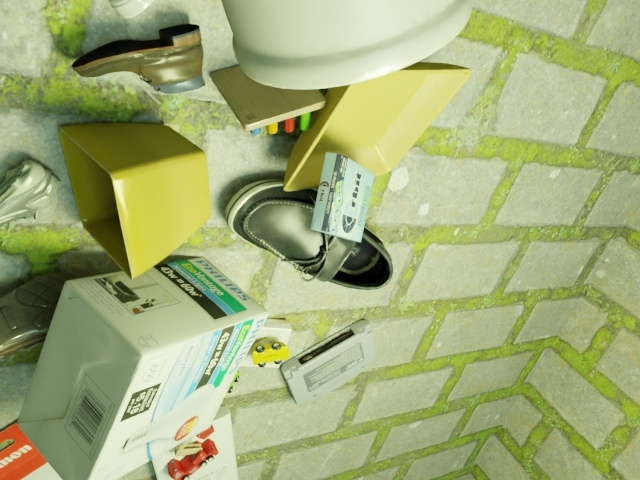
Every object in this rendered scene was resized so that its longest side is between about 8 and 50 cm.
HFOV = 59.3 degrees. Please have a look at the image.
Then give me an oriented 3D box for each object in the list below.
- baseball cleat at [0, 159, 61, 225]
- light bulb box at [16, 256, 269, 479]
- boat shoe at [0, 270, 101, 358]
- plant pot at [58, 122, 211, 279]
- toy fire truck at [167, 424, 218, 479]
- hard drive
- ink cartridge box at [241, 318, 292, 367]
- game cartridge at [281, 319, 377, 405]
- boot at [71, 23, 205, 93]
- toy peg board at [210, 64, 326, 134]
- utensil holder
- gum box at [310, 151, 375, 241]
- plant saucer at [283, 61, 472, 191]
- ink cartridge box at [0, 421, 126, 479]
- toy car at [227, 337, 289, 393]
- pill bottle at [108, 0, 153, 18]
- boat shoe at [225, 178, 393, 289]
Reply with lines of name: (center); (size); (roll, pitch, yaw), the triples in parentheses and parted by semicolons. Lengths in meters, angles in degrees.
baseball cleat: (-0.540, -0.045, 0.978); (0.206, 0.072, 0.109); (-40, 143, 4)
light bulb box: (-0.349, 0.252, 1.145); (0.361, 0.225, 0.357); (-11, 133, -59)
boat shoe: (-0.566, 0.151, 1.099); (0.325, 0.123, 0.116); (-17, 165, -34)
plant pot: (-0.316, -0.097, 1.010); (0.187, 0.212, 0.212); (-26, 136, -34)
toy fire truck: (-0.352, 0.575, 1.541); (0.192, 0.047, 0.135); (-38, 135, -2)
hard drive: (-0.367, 0.647, 1.654); (0.233, 0.047, 0.352); (-17, 132, -23)
ink cartridge box: (-0.180, 0.274, 1.510); (0.180, 0.045, 0.145); (9, 119, -18)
game cartridge: (0.033, 0.378, 1.716); (0.297, 0.062, 0.198); (-27, 139, -14)
boot: (-0.294, -0.285, 0.951); (0.219, 0.082, 0.106); (-24, 131, -20)
toy peg board: (-0.098, -0.259, 1.060); (0.161, 0.161, 0.079); (-22, 148, -19)
utensil holder: (-0.004, -0.429, 0.654); (0.328, 0.327, 0.385); (-29, 132, -12)
gum box: (0.050, -0.085, 1.175); (0.184, 0.041, 0.156); (13, 89, -65)
plant saucer: (0.099, -0.251, 1.161); (0.333, 0.081, 0.332); (-15, 156, -39)
ink cartridge box: (-0.699, 0.607, 1.365); (0.308, 0.091, 0.385); (-32, 136, -10)
toy car: (-0.226, 0.314, 1.465); (0.239, 0.053, 0.225); (22, 115, -25)
pill bottle: (-0.320, -0.419, 0.809); (0.108, 0.108, 0.180); (-42, 137, 1)
boat shoe: (0.000, 0.000, 1.326); (0.500, 0.156, 0.186); (25, 108, -42)
